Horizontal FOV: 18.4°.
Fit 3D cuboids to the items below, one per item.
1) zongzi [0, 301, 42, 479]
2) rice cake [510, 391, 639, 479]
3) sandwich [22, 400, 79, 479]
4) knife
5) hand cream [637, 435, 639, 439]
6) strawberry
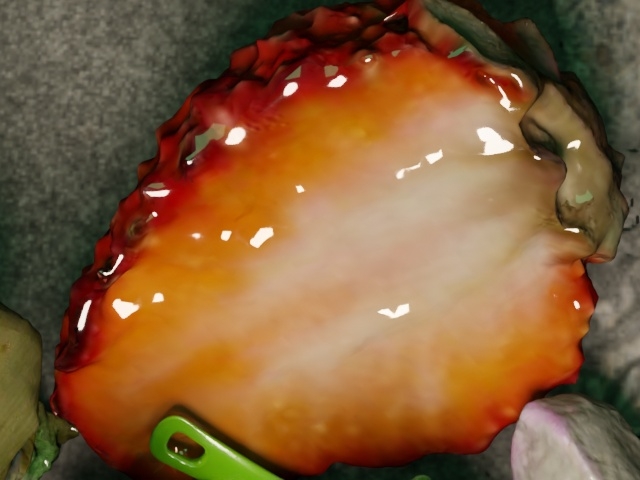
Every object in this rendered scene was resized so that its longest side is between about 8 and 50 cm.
[{"bbox_3d":[-0.253,0.162,1.014,0.125,0.274,0.251,33,46,-1],"label":"zongzi"},{"bbox_3d":[0.203,0.251,1.000,0.064,0.070,0.399,-43,60,30],"label":"rice cake"},{"bbox_3d":[-0.301,0.172,1.103,0.292,0.109,0.212,7,75,6],"label":"sandwich"},{"bbox_3d":[-0.016,0.135,1.077,0.166,0.022,0.078,25,109,-20],"label":"knife"},{"bbox_3d":[0.205,0.200,1.083,0.084,0.050,0.257,-6,78,7],"label":"hand cream"},{"bbox_3d":[0.000,0.000,1.097,0.336,0.149,0.265,-32,119,11],"label":"strawberry"}]
